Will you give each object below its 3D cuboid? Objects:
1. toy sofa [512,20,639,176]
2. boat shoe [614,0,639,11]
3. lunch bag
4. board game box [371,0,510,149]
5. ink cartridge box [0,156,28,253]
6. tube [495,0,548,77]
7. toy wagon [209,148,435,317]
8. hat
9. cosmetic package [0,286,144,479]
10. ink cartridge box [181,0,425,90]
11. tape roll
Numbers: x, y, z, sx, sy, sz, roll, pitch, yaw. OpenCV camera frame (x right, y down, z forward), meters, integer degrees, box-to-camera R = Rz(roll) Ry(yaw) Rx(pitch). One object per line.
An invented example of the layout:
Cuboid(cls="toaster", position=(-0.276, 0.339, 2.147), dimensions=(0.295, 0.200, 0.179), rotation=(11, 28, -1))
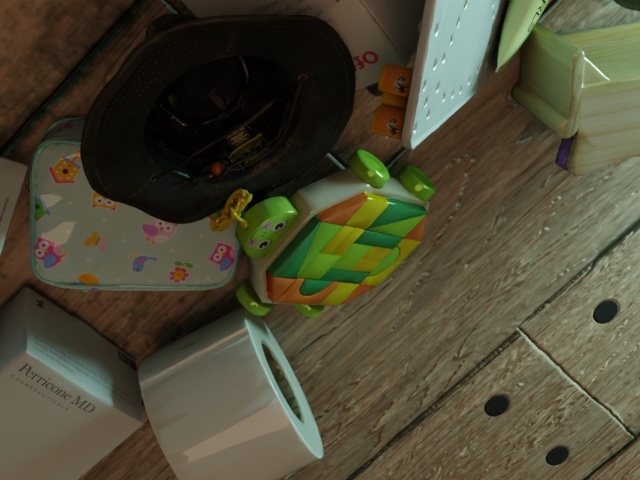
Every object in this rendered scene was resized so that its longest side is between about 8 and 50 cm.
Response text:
Cuboid(cls="toy sofa", position=(0.461, -0.222, 1.079), dimensions=(0.363, 0.150, 0.177), rotation=(-11, 124, -8))
Cuboid(cls="boat shoe", position=(0.393, -0.427, 0.944), dimensions=(0.103, 0.118, 0.320), rotation=(-59, 142, -23))
Cuboid(cls="lunch bag", position=(-0.240, -0.038, 1.029), dimensions=(0.279, 0.108, 0.224), rotation=(3, 117, -15))
Cuboid(cls="board game box", position=(0.164, -0.334, 0.845), dimensions=(0.050, 0.390, 0.389), rotation=(16, 118, 18))
Cuboid(cls="ink cartridge box", position=(-0.511, -0.001, 0.901), dimensions=(0.270, 0.197, 0.198), rotation=(17, 135, -21))
Cuboid(cls="tube", position=(0.275, -0.325, 1.010), dimensions=(0.070, 0.062, 0.240), rotation=(14, 104, -37))
Cuboid(cls="toy wagon", position=(0.000, 0.000, 1.041), dimensions=(0.267, 0.068, 0.344), rotation=(-48, 150, 23))
Cuboid(cls="hat", position=(-0.119, -0.163, 0.856), dimensions=(0.331, 0.134, 0.331), rotation=(-23, 156, -11))
Cuboid(cls="cosmetic package", position=(-0.461, 0.275, 1.106), dimensions=(0.385, 0.156, 0.217), rotation=(-41, 124, 11))
Cuboid(cls="ink cartridge box", position=(-0.042, -0.299, 0.881), dimensions=(0.207, 0.117, 0.283), rotation=(-12, 132, 43))
Cuboid(cls="tape roll", position=(-0.124, 0.235, 1.122), dimensions=(0.169, 0.246, 0.246), rotation=(-28, 120, 2))
